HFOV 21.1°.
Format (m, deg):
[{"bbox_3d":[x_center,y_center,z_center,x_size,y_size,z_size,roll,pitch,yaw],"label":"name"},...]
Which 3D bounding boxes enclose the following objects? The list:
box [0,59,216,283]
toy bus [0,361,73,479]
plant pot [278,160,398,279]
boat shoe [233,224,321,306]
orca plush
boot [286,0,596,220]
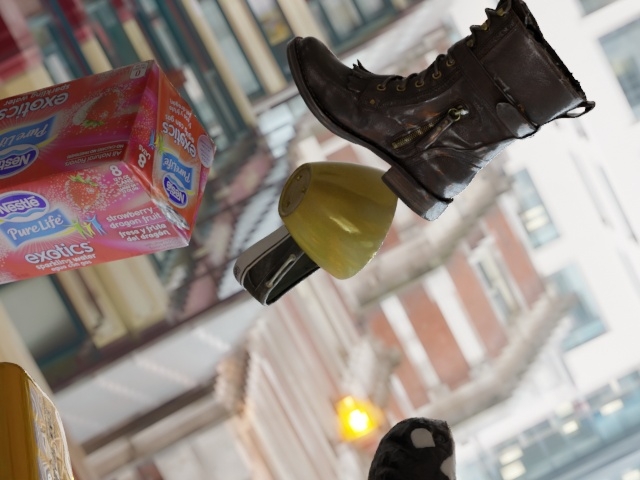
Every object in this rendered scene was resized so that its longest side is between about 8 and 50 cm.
[{"bbox_3d":[-0.240,-0.057,1.569,0.256,0.123,0.128,-11,-134,26],"label":"box"},{"bbox_3d":[-0.247,0.273,1.347,0.108,0.333,0.130,-16,146,5],"label":"toy bus"},{"bbox_3d":[0.010,-0.036,1.913,0.134,0.095,0.134,-46,-151,35],"label":"plant pot"},{"bbox_3d":[0.000,0.000,2.070,0.219,0.070,0.078,-39,147,-11],"label":"boat shoe"},{"bbox_3d":[0.038,0.273,1.475,0.151,0.102,0.287,149,-38,-69],"label":"orca plush"},{"bbox_3d":[0.120,-0.169,1.738,0.229,0.263,0.091,-43,-175,25],"label":"boot"}]
